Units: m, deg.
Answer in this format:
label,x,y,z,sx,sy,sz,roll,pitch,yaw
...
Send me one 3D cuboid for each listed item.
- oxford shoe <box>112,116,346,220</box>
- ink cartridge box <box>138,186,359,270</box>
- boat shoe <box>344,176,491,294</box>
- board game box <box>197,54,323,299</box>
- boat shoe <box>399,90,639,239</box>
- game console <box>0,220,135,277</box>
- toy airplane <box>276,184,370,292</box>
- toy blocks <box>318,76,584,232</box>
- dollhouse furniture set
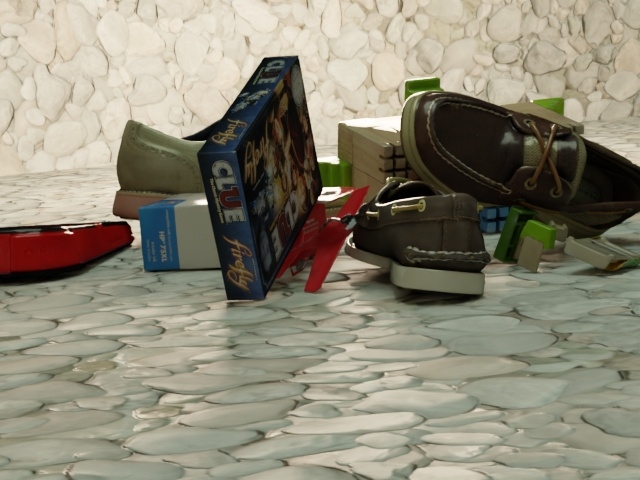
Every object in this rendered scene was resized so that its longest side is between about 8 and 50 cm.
label,x,y,z,sx,sy,sz,roll,pitch,yaw
oxford shoe,-0.082,-0.094,2.230,0.397,0.146,0.140,0,3,-29
ink cartridge box,-0.078,-0.015,1.928,0.231,0.078,0.134,-2,8,18
boat shoe,0.097,-0.013,1.693,0.117,0.096,0.324,4,6,-9
board game box,-0.058,-0.069,1.714,0.042,0.165,0.243,-2,28,16
boat shoe,0.233,-0.087,1.784,0.342,0.123,0.123,22,-25,-37
game console,-0.452,0.015,2.056,0.387,0.060,0.342,-2,1,8
toy airplane,0.000,0.000,1.725,0.028,0.151,0.151,37,-2,-13
toy blocks,0.204,-0.089,2.113,0.381,0.190,0.261,-8,20,-22
dollhouse furniture set,0.251,0.017,1.709,0.152,0.058,0.076,26,17,36
